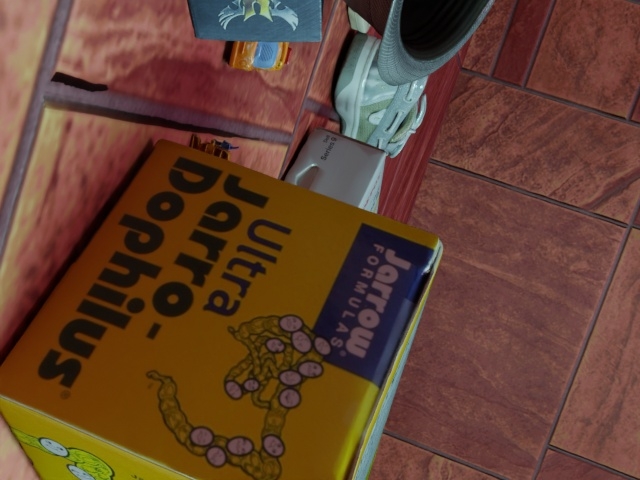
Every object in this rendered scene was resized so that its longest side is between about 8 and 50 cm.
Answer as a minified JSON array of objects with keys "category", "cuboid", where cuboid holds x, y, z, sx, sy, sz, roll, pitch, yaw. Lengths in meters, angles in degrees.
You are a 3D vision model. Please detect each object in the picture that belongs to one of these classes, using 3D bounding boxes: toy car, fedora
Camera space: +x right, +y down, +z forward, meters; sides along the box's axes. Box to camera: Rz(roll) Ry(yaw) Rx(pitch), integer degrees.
[{"category":"toy car","cuboid":[-0.053,-0.104,0.610,0.060,0.040,0.122,7,102,-80]},{"category":"fedora","cuboid":[0.078,-0.264,0.717,0.275,0.124,0.244,-28,144,-58]}]

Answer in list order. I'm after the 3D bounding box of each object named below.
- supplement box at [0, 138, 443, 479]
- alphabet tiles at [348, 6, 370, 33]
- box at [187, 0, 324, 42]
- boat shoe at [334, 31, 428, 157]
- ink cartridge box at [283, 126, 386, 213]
[{"category":"supplement box","cuboid":[-0.059,0.137,0.596,0.357,0.195,0.194,97,16,-55]},{"category":"alphabet tiles","cuboid":[0.084,-0.374,0.892,0.278,0.021,0.284,58,53,-78]},{"category":"box","cuboid":[-0.021,-0.222,0.310,0.183,0.059,0.233,88,5,-64]},{"category":"boat shoe","cuboid":[0.089,-0.170,1.074,0.320,0.103,0.118,57,54,-78]},{"category":"ink cartridge box","cuboid":[0.000,0.000,0.956,0.212,0.093,0.154,91,21,-57]}]
